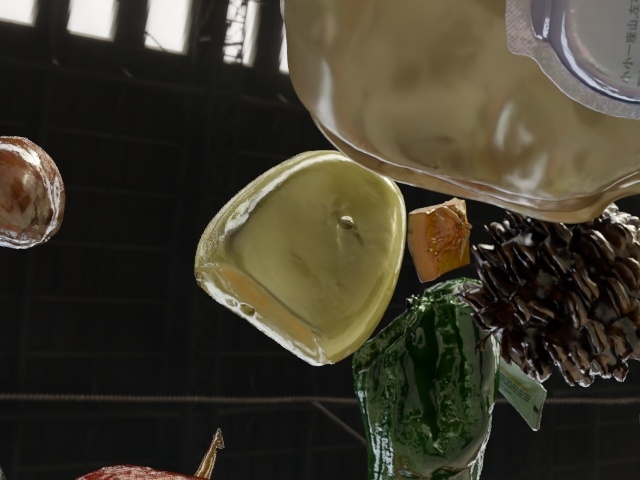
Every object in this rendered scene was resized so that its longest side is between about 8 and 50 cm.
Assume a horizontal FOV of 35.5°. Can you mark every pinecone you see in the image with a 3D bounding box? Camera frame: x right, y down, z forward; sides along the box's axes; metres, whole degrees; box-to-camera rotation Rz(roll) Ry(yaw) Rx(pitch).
[{"bbox_3d":[0.243,0.047,1.008,0.221,0.221,0.221,-12,-68,-30],"label":"pinecone"}]

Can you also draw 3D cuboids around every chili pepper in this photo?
[{"bbox_3d":[0.163,0.247,1.439,0.213,0.167,0.385,-5,-72,-26],"label":"chili pepper"}]

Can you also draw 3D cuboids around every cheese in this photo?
[{"bbox_3d":[0.234,-0.137,0.599,0.052,0.244,0.135,-46,-41,-64],"label":"cheese"},{"bbox_3d":[0.000,0.000,1.367,0.259,0.128,0.316,41,-126,-4],"label":"cheese"}]

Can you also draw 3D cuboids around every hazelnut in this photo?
[{"bbox_3d":[-0.377,-0.053,1.202,0.143,0.154,0.143,1,-101,-3],"label":"hazelnut"}]

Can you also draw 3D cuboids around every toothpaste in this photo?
[{"bbox_3d":[0.278,0.203,1.541,0.037,0.255,0.067,4,-71,-21],"label":"toothpaste"}]

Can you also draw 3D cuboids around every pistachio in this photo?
[{"bbox_3d":[0.142,-0.206,0.861,0.365,0.445,0.281,-46,-16,-6],"label":"pistachio"}]

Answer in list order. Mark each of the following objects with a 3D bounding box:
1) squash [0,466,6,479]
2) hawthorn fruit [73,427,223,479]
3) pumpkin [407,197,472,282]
[{"bbox_3d":[-0.581,0.418,1.497,0.165,0.252,0.252,35,-95,-27],"label":"squash"},{"bbox_3d":[-0.113,0.231,0.691,0.207,0.207,0.243,52,-134,-34],"label":"hawthorn fruit"},{"bbox_3d":[0.121,0.000,0.958,0.101,0.035,0.073,-23,-65,-51],"label":"pumpkin"}]
